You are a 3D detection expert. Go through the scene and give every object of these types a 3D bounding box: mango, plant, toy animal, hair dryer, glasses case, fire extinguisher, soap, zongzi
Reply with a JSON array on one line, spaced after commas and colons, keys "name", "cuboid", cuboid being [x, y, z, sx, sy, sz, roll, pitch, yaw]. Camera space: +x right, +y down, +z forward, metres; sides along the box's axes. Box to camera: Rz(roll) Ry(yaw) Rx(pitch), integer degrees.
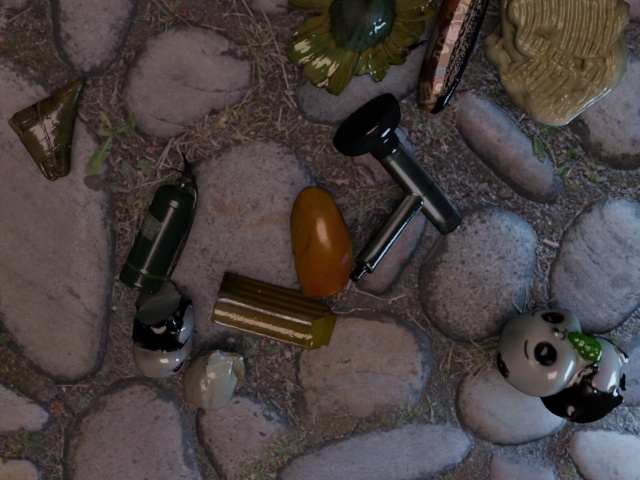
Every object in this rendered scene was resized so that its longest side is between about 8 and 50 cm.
[{"name": "mango", "cuboid": [0.000, 0.000, 1.658, 0.126, 0.154, 0.252, -11, 119, -6]}, {"name": "plant", "cuboid": [0.106, -0.424, 1.523, 0.261, 0.297, 0.306, 18, 89, -37]}, {"name": "toy animal", "cuboid": [0.517, 0.258, 1.711, 0.266, 0.212, 0.213, 35, 102, -17]}, {"name": "hair dryer", "cuboid": [0.133, -0.087, 1.586, 0.155, 0.284, 0.320, -16, 115, 48]}, {"name": "glasses case", "cuboid": [0.263, -0.405, 1.561, 0.082, 0.122, 0.321, 16, 105, -10]}, {"name": "fire extinguisher", "cuboid": [-0.321, -0.034, 1.663, 0.118, 0.093, 0.295, 34, 105, 32]}, {"name": "toy animal", "cuboid": [-0.331, 0.202, 1.706, 0.138, 0.166, 0.179, 6, 118, 11]}, {"name": "soap", "cuboid": [-0.095, 0.151, 1.684, 0.257, 0.160, 0.080, 17, 106, -5]}, {"name": "zongzi", "cuboid": [-0.517, -0.221, 1.618, 0.176, 0.078, 0.160, -29, 111, -2]}]

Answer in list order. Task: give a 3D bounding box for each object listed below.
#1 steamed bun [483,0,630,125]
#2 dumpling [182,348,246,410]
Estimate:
[{"name": "steamed bun", "cuboid": [0.456, -0.398, 1.535, 0.276, 0.203, 0.289, -38, 92, 23]}, {"name": "dumpling", "cuboid": [-0.229, 0.306, 1.753, 0.136, 0.118, 0.199, 11, 133, -19]}]
